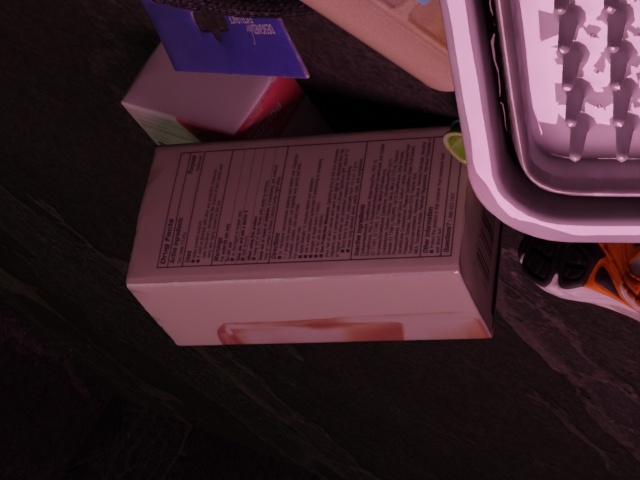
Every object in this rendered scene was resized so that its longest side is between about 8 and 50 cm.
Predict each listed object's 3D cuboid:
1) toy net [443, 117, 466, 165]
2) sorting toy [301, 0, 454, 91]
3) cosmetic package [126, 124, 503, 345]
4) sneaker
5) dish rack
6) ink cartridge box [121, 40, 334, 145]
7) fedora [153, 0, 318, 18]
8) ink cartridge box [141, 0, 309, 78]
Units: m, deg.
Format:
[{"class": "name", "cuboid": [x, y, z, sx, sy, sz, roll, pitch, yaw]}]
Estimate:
[{"class": "toy net", "cuboid": [0.189, -0.075, 1.270, 0.122, 0.045, 0.232, 37, 163, -14]}, {"class": "sorting toy", "cuboid": [0.093, -0.160, 0.884, 0.348, 0.196, 0.047, 26, -149, -49]}, {"class": "cosmetic package", "cuboid": [0.000, 0.000, 1.453, 0.296, 0.153, 0.129, -1, 150, 19]}, {"class": "sneaker", "cuboid": [0.248, 0.031, 1.234, 0.121, 0.099, 0.262, 33, 180, -29]}, {"class": "dish rack", "cuboid": [0.199, -0.137, 0.794, 0.285, 0.072, 0.333, 0, 134, 14]}, {"class": "ink cartridge box", "cuboid": [-0.066, -0.089, 1.608, 0.158, 0.092, 0.218, 19, 161, 38]}, {"class": "fedora", "cuboid": [-0.019, -0.268, 0.848, 0.152, 0.334, 0.334, 65, -177, 34]}, {"class": "ink cartridge box", "cuboid": [-0.140, -0.234, 1.069, 0.307, 0.072, 0.303, 68, 164, -13]}]
